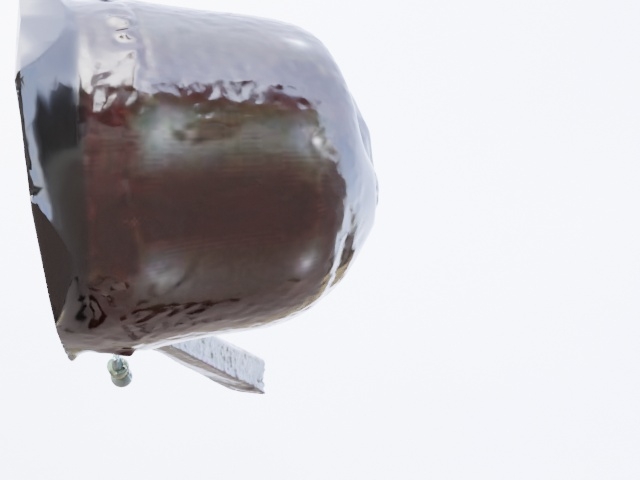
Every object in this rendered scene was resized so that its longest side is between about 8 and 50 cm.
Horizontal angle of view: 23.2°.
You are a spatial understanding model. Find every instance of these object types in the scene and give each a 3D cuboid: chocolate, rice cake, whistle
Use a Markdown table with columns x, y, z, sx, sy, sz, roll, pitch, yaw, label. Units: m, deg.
| x | y | z | sx | sy | sz | roll | pitch | yaw | label |
| --- | --- | --- | --- | --- | --- | --- | --- | --- | --- |
| -0.113 | -0.074 | 1.533 | 0.331 | 0.383 | 0.383 | -7 | -34 | -3 | chocolate |
| -0.187 | 0.169 | 2.414 | 0.070 | 0.064 | 0.399 | 3 | -16 | 23 | rice cake |
| -0.308 | 0.198 | 2.385 | 0.035 | 0.035 | 0.100 | 3 | -27 | 3 | whistle |
